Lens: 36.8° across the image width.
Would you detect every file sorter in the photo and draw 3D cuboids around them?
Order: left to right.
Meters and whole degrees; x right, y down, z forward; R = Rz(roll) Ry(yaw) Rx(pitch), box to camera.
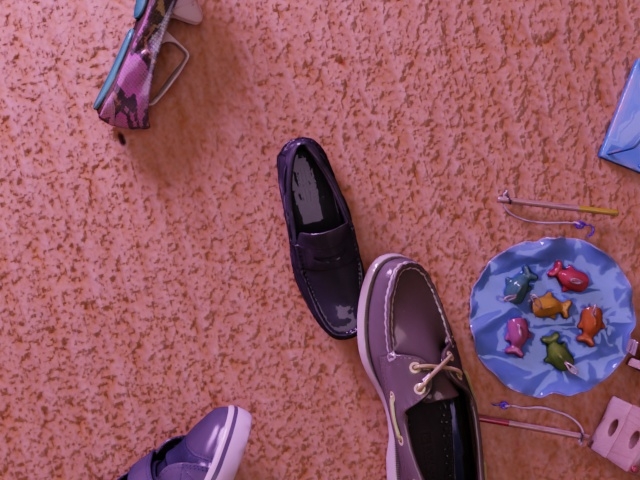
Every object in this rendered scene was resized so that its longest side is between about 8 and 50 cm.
[{"bbox_3d":[0.412,-0.116,1.028,0.170,0.104,0.118,21,90,-3],"label":"file sorter"}]

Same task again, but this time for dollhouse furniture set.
[{"bbox_3d":[0.398,0.177,1.017,0.129,0.129,0.183,27,89,-3],"label":"dollhouse furniture set"}]

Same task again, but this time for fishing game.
[{"bbox_3d":[0.258,0.087,1.056,0.189,0.041,0.264,11,90,0],"label":"fishing game"}]

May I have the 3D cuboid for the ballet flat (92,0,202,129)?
[{"bbox_3d":[-0.173,-0.222,1.025,0.079,0.077,0.221,18,95,-21],"label":"ballet flat"}]

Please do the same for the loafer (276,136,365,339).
[{"bbox_3d":[0.000,0.000,1.024,0.076,0.078,0.223,-15,91,-2],"label":"loafer"}]

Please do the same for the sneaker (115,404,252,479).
[{"bbox_3d":[-0.193,0.297,0.996,0.127,0.126,0.321,30,91,-8],"label":"sneaker"}]

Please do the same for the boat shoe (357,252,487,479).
[{"bbox_3d":[0.114,0.163,1.010,0.109,0.091,0.305,-10,93,-27],"label":"boat shoe"}]
